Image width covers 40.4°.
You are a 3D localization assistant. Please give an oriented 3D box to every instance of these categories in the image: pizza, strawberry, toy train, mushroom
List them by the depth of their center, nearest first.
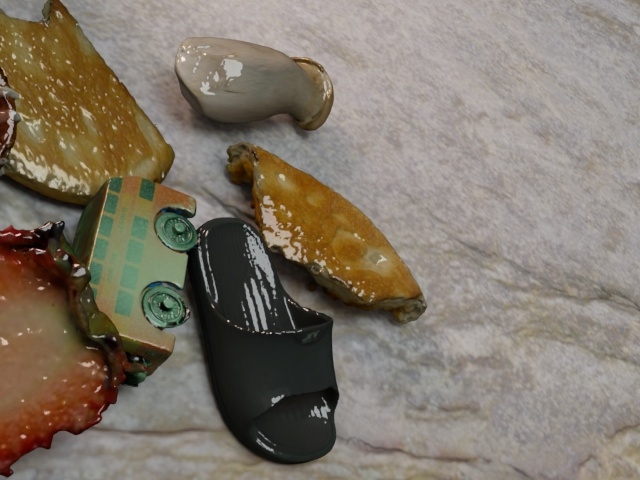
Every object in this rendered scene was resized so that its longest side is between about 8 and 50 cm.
[{"bbox_3d":[-0.246,0.083,0.617,0.208,0.087,0.167,-26,107,-15],"label":"strawberry"},{"bbox_3d":[-0.164,0.032,0.750,0.099,0.072,0.188,24,48,-25],"label":"toy train"},{"bbox_3d":[-0.260,-0.139,0.827,0.181,0.034,0.262,-24,79,-45],"label":"pizza"},{"bbox_3d":[0.005,-0.001,0.919,0.271,0.056,0.134,35,42,-14],"label":"pizza"},{"bbox_3d":[-0.074,-0.174,0.964,0.097,0.088,0.212,33,26,35],"label":"mushroom"}]

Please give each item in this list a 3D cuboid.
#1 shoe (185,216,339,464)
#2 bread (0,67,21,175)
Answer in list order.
[{"bbox_3d":[-0.044,0.081,0.784,0.108,0.093,0.241,-9,72,-42],"label":"shoe"},{"bbox_3d":[-0.325,-0.098,0.692,0.160,0.073,0.160,6,77,-25],"label":"bread"}]
